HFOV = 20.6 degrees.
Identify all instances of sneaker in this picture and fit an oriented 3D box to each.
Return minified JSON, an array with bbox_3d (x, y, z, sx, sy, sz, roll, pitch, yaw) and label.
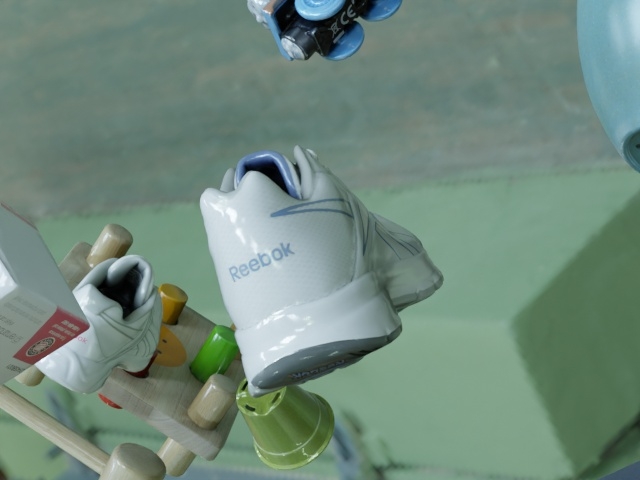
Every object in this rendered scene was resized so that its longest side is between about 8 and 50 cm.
[{"bbox_3d":[0.000,0.000,1.065,0.297,0.111,0.129,-45,-68,-82],"label":"sneaker"},{"bbox_3d":[-0.179,0.061,1.608,0.090,0.232,0.115,36,106,1],"label":"sneaker"}]

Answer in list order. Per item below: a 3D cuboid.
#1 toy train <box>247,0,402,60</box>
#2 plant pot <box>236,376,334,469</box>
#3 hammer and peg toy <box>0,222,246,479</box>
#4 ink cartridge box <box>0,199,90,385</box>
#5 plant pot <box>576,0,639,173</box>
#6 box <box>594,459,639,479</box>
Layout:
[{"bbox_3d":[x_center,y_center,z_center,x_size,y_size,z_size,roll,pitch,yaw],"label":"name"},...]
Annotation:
[{"bbox_3d":[0.018,-0.226,1.448,0.105,0.184,0.080,32,163,34],"label":"toy train"},{"bbox_3d":[-0.039,0.158,1.632,0.083,0.083,0.079,25,160,37],"label":"plant pot"},{"bbox_3d":[-0.207,0.128,1.879,0.266,0.361,0.127,33,111,-3],"label":"hammer and peg toy"},{"bbox_3d":[-0.273,0.065,1.096,0.092,0.218,0.158,59,-178,15],"label":"ink cartridge box"},{"bbox_3d":[0.382,-0.164,1.740,0.290,0.195,0.290,14,156,6],"label":"plant pot"},{"bbox_3d":[0.376,0.390,1.834,0.183,0.296,0.294,-122,10,-66],"label":"box"}]
